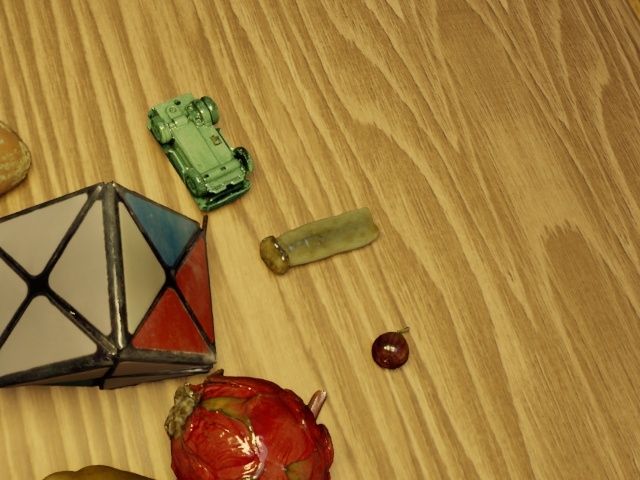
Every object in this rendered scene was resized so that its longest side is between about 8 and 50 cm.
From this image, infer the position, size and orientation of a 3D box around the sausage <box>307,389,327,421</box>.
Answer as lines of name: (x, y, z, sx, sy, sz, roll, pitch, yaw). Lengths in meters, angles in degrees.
sausage: (-0.026, 0.397, 1.175, 0.035, 0.030, 0.147, 30, 65, -4)

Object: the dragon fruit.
dragon fruit: (-0.128, 0.395, 1.005, 0.342, 0.277, 0.277, 35, 62, -26)

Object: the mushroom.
mushroom: (0.000, 0.000, 1.308, 0.312, 0.081, 0.100, -18, 80, -26)

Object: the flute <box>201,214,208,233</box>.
flute: (-0.278, 0.066, 1.232, 0.014, 0.014, 0.269, 8, 68, -14)

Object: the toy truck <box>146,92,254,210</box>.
toy truck: (-0.282, -0.208, 1.253, 0.155, 0.156, 0.279, -31, 82, -24)

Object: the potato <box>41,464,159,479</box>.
potato: (-0.345, 0.525, 0.961, 0.369, 0.195, 0.176, 21, 89, -18)

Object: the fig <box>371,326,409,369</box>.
fig: (0.174, 0.246, 1.275, 0.089, 0.089, 0.125, 39, 38, 0)

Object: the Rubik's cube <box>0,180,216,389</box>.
Rubik's cube: (-0.398, 0.107, 0.975, 0.310, 0.305, 0.307, -14, 73, 16)

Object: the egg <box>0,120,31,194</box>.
egg: (-0.723, -0.173, 1.082, 0.245, 0.203, 0.203, 6, 67, -41)
